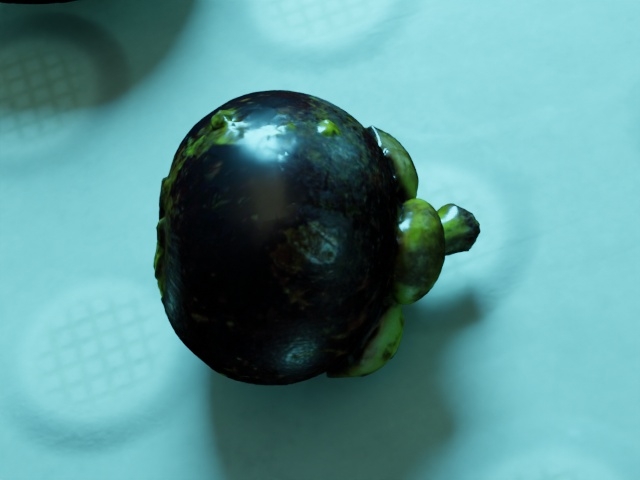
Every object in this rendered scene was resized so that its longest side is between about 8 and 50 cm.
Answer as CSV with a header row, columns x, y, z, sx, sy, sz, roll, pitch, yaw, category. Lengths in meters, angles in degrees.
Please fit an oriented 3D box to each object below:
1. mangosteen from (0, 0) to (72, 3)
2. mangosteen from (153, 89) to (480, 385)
x,y,z,sx,sy,sz,roll,pitch,yaw,category
-0.208,-0.321,1.336,0.275,0.275,0.302,6,27,15,mangosteen
0.000,0.000,1.121,0.217,0.192,0.192,3,57,-11,mangosteen
